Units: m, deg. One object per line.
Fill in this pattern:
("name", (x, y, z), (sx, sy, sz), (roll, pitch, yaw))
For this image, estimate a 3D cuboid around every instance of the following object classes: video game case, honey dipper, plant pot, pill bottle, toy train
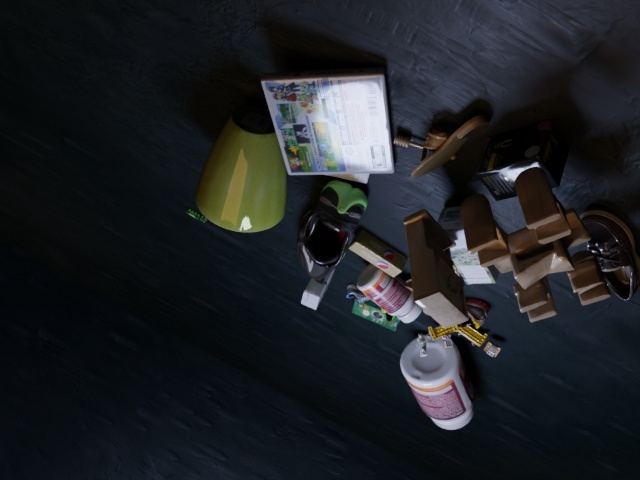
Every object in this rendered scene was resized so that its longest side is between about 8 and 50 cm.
("video game case", (0.030, -0.293, 1.576), (0.299, 0.036, 0.329), (0, 142, 12))
("honey dipper", (0.265, -0.234, 1.558), (0.160, 0.030, 0.030), (21, 148, 10))
("plant pot", (-0.205, -0.223, 1.758), (0.274, 0.275, 0.294), (24, 132, 7))
("pill bottle", (0.461, 0.550, 2.357), (0.224, 0.224, 0.392), (6, 142, 32))
("pill bottle", (0.239, 0.177, 2.086), (0.221, 0.121, 0.121), (40, 147, -19))
("toy train", (-0.471, -0.093, 2.340), (0.083, 0.024, 0.017), (28, 149, -1))

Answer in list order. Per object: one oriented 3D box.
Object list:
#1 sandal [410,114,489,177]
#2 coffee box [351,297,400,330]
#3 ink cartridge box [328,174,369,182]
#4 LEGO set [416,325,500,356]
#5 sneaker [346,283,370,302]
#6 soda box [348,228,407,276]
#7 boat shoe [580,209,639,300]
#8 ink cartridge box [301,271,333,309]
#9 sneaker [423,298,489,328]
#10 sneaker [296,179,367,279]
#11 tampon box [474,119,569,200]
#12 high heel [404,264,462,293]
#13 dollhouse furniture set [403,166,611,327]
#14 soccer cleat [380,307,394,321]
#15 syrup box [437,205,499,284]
("sandal", (0.297, -0.247, 1.489), (0.240, 0.088, 0.079), (-39, 68, 44))
("coffee box", (0.212, 0.269, 2.316), (0.184, 0.040, 0.113), (23, 148, 10))
("ink cartridge box", (0.032, -0.254, 1.709), (0.232, 0.066, 0.189), (8, 148, -3))
("LEGO set", (0.479, 0.346, 2.165), (0.286, 0.132, 0.107), (1, 163, 1))
("sneaker", (0.156, 0.206, 2.253), (0.135, 0.058, 0.052), (12, 145, 23))
("soda box", (0.186, 0.042, 1.991), (0.181, 0.058, 0.061), (32, 149, -8))
("boat shoe", (0.727, 0.040, 1.532), (0.102, 0.092, 0.285), (-8, 134, 44))
("ink cartridge box", (-0.007, 0.160, 2.224), (0.063, 0.150, 0.109), (24, 149, 7))
("sneaker", (0.440, 0.240, 2.047), (0.225, 0.093, 0.088), (0, 139, 39))
("sneaker", (0.000, 0.000, 1.936), (0.185, 0.202, 0.483), (26, 149, 5))
("tampon box", (0.457, -0.180, 1.398), (0.161, 0.120, 0.101), (-12, 132, 47))
("high heel", (0.350, 0.121, 1.938), (0.186, 0.093, 0.261), (11, 154, 16))
("dollhouse furniture set", (0.422, 0.010, 1.476), (0.394, 0.257, 0.362), (-26, 135, 27))
("soccer cleat", (0.232, 0.216, 2.189), (0.060, 0.072, 0.179), (2, 136, 36))
("syrup box", (0.419, 0.015, 1.732), (0.093, 0.096, 0.237), (-6, 133, 39))
